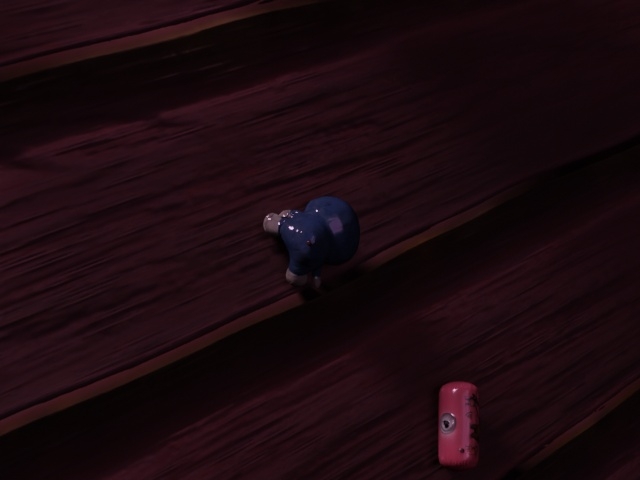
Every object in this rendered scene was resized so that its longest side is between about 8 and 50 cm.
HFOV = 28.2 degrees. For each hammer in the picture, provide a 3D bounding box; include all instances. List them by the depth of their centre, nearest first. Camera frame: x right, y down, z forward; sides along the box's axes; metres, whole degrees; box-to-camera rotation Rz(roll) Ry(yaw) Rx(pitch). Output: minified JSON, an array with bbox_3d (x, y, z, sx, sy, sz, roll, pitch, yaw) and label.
[{"bbox_3d":[0.129,0.173,1.186,0.043,0.043,0.083,14,73,-37],"label":"hammer"}]

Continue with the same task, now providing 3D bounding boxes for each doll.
[{"bbox_3d":[0.000,0.000,1.115,0.083,0.050,0.076,-27,103,-41],"label":"doll"}]
